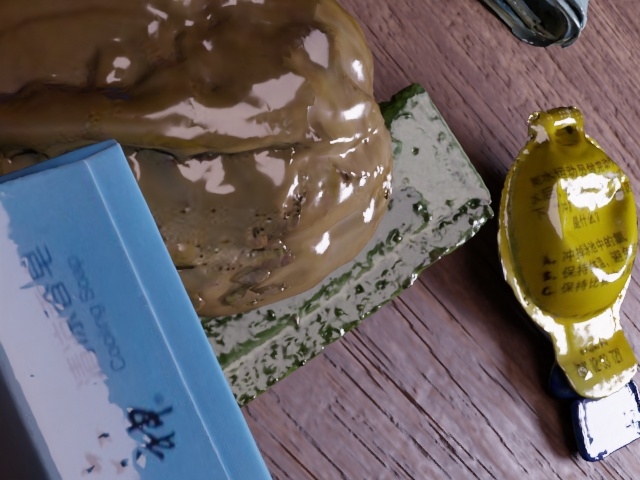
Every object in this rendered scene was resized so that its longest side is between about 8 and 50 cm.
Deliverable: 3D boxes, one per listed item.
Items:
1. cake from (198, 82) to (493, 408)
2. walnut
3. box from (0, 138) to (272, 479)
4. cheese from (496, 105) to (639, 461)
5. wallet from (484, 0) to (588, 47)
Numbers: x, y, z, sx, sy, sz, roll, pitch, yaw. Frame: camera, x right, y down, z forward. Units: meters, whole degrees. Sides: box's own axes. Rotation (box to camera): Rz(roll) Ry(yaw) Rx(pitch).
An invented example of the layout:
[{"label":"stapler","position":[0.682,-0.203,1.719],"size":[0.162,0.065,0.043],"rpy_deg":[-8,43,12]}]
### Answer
[{"label":"cake","position":[-0.004,0.005,0.717],"size":[0.235,0.099,0.100],"rpy_deg":[-38,98,-40]},{"label":"walnut","position":[-0.084,-0.057,0.607],"size":[0.245,0.198,0.198],"rpy_deg":[-3,75,-9]},{"label":"box","position":[-0.134,0.067,0.497],"size":[0.083,0.232,0.142],"rpy_deg":[-24,91,-38]},{"label":"cheese","position":[0.182,0.030,0.884],"size":[0.156,0.064,0.250],"rpy_deg":[-13,93,-40]},{"label":"wallet","position":[0.162,-0.294,0.977],"size":[0.176,0.075,0.250],"rpy_deg":[37,55,-32]}]
